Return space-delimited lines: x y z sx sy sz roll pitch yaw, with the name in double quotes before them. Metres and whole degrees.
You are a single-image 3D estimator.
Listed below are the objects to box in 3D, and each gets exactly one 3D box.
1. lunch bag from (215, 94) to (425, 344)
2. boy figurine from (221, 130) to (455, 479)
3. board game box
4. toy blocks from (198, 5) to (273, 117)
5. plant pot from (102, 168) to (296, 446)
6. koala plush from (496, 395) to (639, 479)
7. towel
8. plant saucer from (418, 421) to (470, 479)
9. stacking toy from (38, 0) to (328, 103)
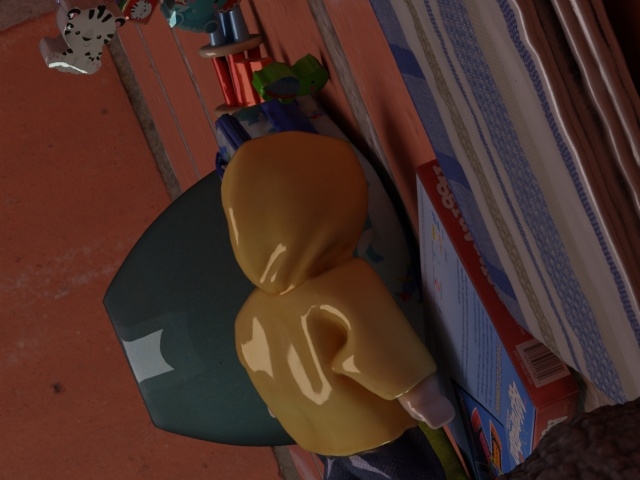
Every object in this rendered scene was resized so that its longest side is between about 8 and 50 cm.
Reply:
"lunch bag" 0.000 0.000 1.269 0.219 0.090 0.176 -126 18 -59
"boy figurine" 0.011 0.074 1.105 0.177 0.092 0.285 -17 93 59
"board game box" 0.095 0.080 1.031 0.281 0.027 0.145 81 167 -63
"toy blocks" -0.053 -0.118 1.429 0.123 0.054 0.148 -144 38 -71
"plant pot" -0.094 0.081 1.796 0.290 0.195 0.290 157 90 -83
"koala plush" 0.118 0.178 0.531 0.203 0.196 0.221 91 162 -48
"towel" 0.083 -0.036 0.738 0.285 0.034 0.209 -136 22 -78
"plant saucer" 0.090 0.198 1.254 0.188 0.045 0.188 -116 1 -71
"stacking toy" -0.110 -0.167 1.219 0.052 0.221 0.167 -59 44 29
